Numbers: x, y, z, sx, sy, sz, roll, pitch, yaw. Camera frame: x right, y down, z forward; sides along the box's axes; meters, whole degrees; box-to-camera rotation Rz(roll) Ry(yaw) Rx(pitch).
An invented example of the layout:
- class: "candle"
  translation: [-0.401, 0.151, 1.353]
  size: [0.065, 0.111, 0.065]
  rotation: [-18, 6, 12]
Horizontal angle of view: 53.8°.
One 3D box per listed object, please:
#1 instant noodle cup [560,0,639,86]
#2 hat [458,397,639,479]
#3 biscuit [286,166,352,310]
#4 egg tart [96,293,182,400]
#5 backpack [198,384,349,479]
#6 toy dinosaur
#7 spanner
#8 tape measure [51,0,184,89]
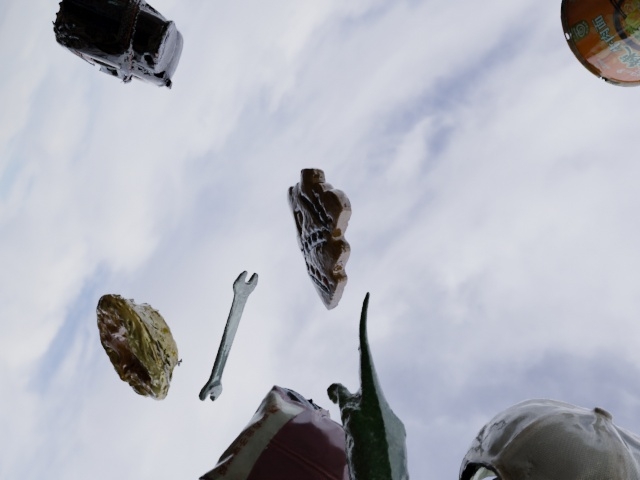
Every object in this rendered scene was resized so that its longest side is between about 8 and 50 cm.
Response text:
- class: "instant noodle cup"
  translation: [0.538, -0.387, 1.010]
  size: [0.182, 0.231, 0.230]
  rotation: [149, -43, -75]
- class: "hat"
  translation: [0.240, 0.256, 0.540]
  size: [0.161, 0.275, 0.232]
  rotation: [-35, -164, 1]
- class: "biscuit"
  translation: [-0.001, 0.000, 1.289]
  size: [0.278, 0.043, 0.301]
  rotation: [-175, -106, -66]
- class: "egg tart"
  translation: [-0.188, 0.110, 0.661]
  size: [0.130, 0.052, 0.130]
  rotation: [28, -48, 37]
- class: "backpack"
  translation: [-0.032, 0.451, 1.205]
  size: [0.317, 0.197, 0.283]
  rotation: [19, -125, 30]
- class: "toy dinosaur"
  translation: [0.089, 0.280, 0.773]
  size: [0.301, 0.087, 0.446]
  rotation: [160, -69, -69]
- class: "spanner"
  translation: [-0.185, 0.195, 1.260]
  size: [0.018, 0.071, 0.301]
  rotation: [28, -74, 29]
- class: "tape measure"
  translation: [-0.332, -0.334, 1.045]
  size: [0.223, 0.202, 0.135]
  rotation: [-154, -96, -83]
